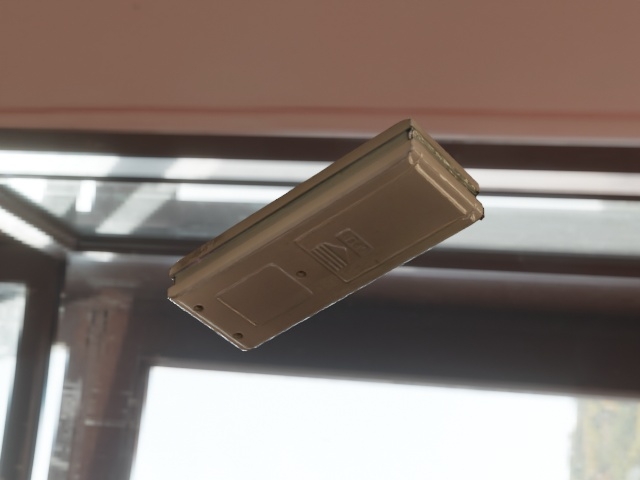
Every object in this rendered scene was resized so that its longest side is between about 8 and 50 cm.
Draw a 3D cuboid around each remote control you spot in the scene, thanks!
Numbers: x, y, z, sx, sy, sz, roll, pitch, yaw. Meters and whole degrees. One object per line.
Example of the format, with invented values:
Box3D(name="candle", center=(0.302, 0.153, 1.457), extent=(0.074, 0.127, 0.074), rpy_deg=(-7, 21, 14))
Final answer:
Box3D(name="remote control", center=(0.000, 0.000, 1.114), extent=(0.103, 0.277, 0.055), rpy_deg=(40, -147, -34))
